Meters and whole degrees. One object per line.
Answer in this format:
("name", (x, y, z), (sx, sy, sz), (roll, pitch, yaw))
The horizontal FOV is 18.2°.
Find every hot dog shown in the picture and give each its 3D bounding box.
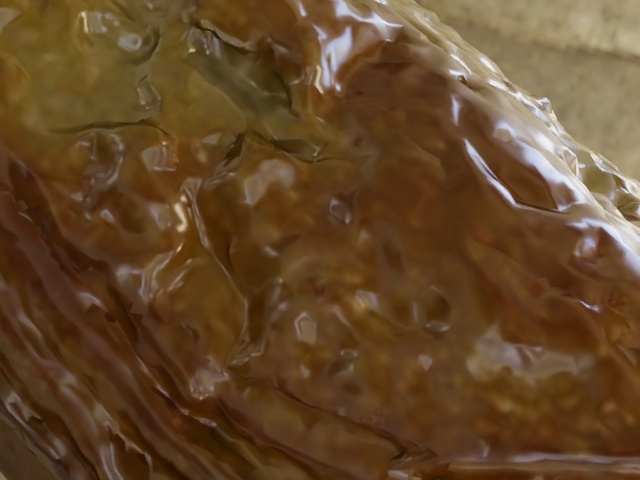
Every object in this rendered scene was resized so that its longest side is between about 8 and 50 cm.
("hot dog", (-0.003, 0.001, 0.410), (0.259, 0.114, 0.175), (45, 14, 17))
